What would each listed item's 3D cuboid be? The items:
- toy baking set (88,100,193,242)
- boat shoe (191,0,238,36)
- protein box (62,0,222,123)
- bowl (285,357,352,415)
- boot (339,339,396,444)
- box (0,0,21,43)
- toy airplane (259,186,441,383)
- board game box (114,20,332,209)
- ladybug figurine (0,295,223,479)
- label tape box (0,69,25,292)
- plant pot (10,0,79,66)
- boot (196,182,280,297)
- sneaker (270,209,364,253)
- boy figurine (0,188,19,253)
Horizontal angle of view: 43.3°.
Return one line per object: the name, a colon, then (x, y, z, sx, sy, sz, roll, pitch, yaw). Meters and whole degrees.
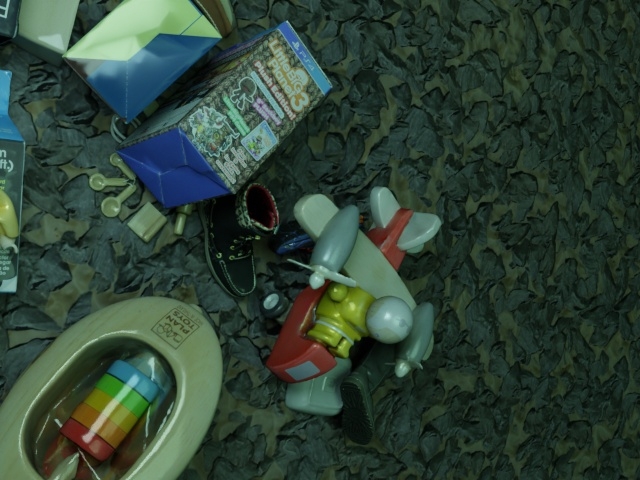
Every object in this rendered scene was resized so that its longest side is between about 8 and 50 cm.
toy baking set: (-0.299, -0.128, 1.433, 0.196, 0.030, 0.256, 23, 80, -35)
boat shoe: (-0.263, -0.492, 1.396, 0.120, 0.122, 0.324, -31, 111, 2)
protein box: (-0.282, -0.306, 1.283, 0.200, 0.201, 0.136, -42, 108, -1)
bowl: (0.005, 0.294, 1.668, 0.142, 0.053, 0.142, 18, 82, -34)
boot: (0.116, 0.304, 1.721, 0.208, 0.076, 0.190, -49, 142, -53)
box: (-0.568, -0.454, 1.123, 0.296, 0.182, 0.294, 12, 86, -37)
toy airplane: (0.098, 0.092, 1.526, 0.386, 0.272, 0.385, -4, 114, -30)
board game box: (-0.164, -0.209, 1.377, 0.141, 0.232, 0.291, 52, 57, -22)
ladybug figurine: (-0.336, 0.287, 1.314, 0.305, 0.162, 0.449, 36, 65, 12)
label tape box: (-0.577, -0.098, 1.185, 0.249, 0.115, 0.348, 3, 93, -36)
plant pot: (-0.443, -0.349, 1.274, 0.096, 0.109, 0.109, 14, 85, -24)
boot: (-0.139, 0.000, 1.465, 0.085, 0.178, 0.236, -23, 105, -33)
sneaker: (0.000, 0.000, 1.631, 0.221, 0.083, 0.087, -13, 109, -31)
boy figurine: (-0.509, -0.027, 1.116, 0.177, 0.092, 0.285, 1, 91, -36)
